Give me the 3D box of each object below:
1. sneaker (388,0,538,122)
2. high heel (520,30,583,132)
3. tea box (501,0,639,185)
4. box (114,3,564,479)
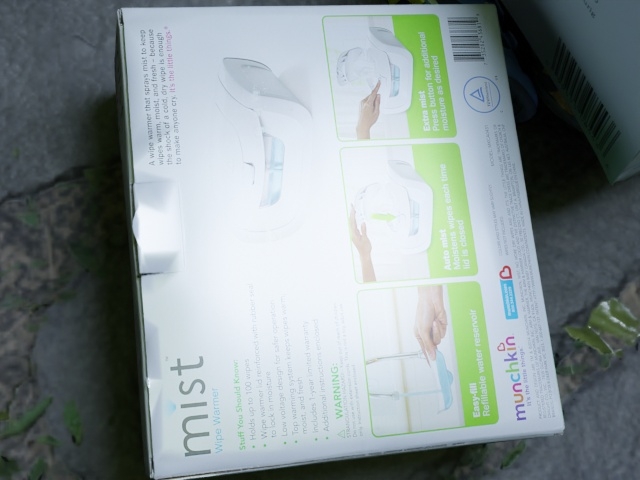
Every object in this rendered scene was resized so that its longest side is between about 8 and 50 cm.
[{"bbox_3d":[0.112,-0.149,0.631,0.059,0.053,0.144,-39,88,-19],"label":"sneaker"},{"bbox_3d":[0.267,-0.183,0.647,0.261,0.093,0.186,-16,80,-3],"label":"high heel"},{"bbox_3d":[0.245,-0.265,0.505,0.323,0.220,0.329,-27,77,1],"label":"tea box"},{"bbox_3d":[0.000,0.000,0.535,0.231,0.127,0.262,-5,79,-12],"label":"box"}]
